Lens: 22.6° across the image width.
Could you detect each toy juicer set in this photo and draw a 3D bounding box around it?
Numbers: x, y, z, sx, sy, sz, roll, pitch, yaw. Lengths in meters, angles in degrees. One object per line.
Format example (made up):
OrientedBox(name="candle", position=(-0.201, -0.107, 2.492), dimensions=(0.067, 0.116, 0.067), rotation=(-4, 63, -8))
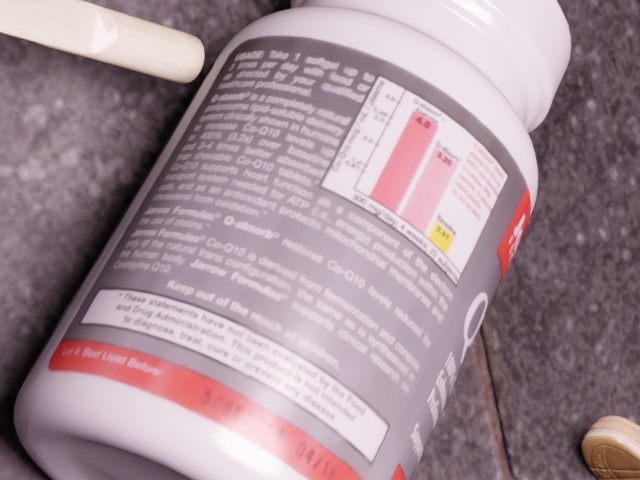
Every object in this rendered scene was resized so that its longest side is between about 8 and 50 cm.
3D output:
OrientedBox(name="toy juicer set", position=(-0.124, -0.208, 0.938), dimensions=(0.209, 0.089, 0.329), rotation=(37, 55, -40))

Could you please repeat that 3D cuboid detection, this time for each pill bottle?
OrientedBox(name="pill bottle", position=(0.000, 0.000, 0.912), dimensions=(0.210, 0.210, 0.363), rotation=(40, 63, -25))

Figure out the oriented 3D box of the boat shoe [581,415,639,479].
OrientedBox(name="boat shoe", position=(0.251, 0.162, 1.165), dimensions=(0.170, 0.063, 0.059), rotation=(38, 60, -36))
